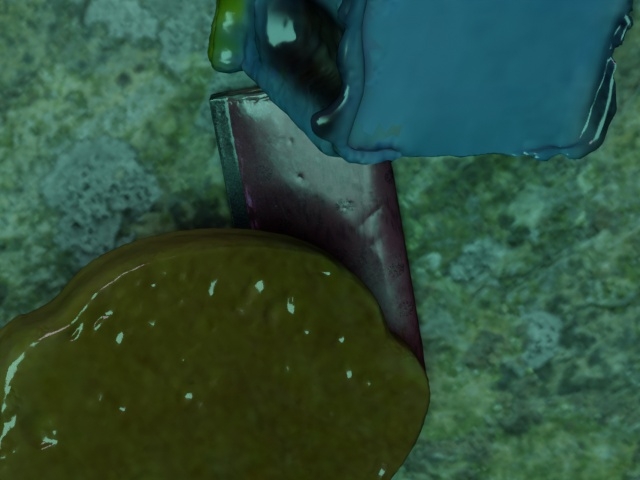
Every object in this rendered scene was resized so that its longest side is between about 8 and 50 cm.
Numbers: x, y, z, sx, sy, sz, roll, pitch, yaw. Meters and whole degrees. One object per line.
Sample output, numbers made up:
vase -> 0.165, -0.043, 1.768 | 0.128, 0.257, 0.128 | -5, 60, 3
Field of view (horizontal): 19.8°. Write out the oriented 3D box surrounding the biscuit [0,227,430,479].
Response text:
biscuit -> -0.094, 0.158, 1.257 | 0.312, 0.057, 0.351 | 17, 97, -24

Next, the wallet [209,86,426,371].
wallet -> 0.000, 0.000, 1.303 | 0.119, 0.025, 0.232 | -8, 108, 8

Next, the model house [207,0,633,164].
model house -> 0.041, -0.205, 1.110 | 0.215, 0.303, 0.237 | -3, 117, -26
